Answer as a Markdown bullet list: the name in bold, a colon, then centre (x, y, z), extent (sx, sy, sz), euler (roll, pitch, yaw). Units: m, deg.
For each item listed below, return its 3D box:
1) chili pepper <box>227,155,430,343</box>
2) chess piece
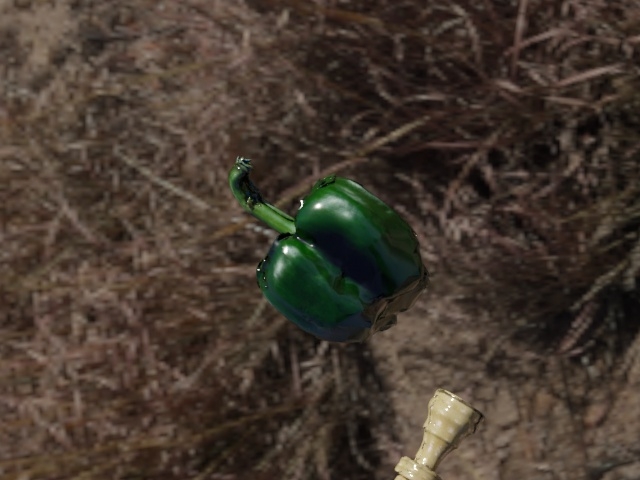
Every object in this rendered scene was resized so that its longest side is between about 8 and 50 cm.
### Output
- **chili pepper**: centre (0.000, 0.000, 1.739), extent (0.261, 0.165, 0.174), euler (39, 105, 14)
- **chess piece**: centre (0.104, 0.241, 1.532), extent (0.060, 0.060, 0.172), euler (26, 80, 40)
